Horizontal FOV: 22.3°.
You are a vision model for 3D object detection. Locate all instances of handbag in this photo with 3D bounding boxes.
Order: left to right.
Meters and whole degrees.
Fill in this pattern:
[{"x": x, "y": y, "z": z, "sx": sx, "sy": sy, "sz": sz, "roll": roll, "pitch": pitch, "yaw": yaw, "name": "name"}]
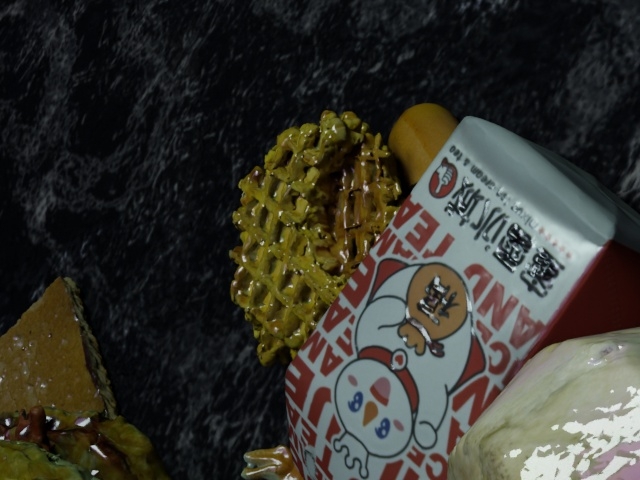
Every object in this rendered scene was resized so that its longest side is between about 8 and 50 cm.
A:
[{"x": 0.095, "y": 0.091, "z": 1.040, "sx": 0.298, "sy": 0.151, "sz": 0.171, "roll": -55, "pitch": 44, "yaw": 13, "name": "handbag"}]

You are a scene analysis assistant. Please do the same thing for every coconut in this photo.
[{"x": 0.202, "y": 0.153, "z": 0.844, "sx": 0.259, "sy": 0.259, "sz": 0.259, "roll": -21, "pitch": 58, "yaw": 38, "name": "coconut"}]

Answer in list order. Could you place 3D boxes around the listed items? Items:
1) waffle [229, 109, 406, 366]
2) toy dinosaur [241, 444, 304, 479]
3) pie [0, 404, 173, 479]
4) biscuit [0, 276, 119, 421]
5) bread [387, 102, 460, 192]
[{"x": 0.000, "y": 0.000, "z": 1.210, "sx": 0.197, "sy": 0.070, "sz": 0.193, "roll": -55, "pitch": 43, "yaw": 38, "name": "waffle"}, {"x": 0.029, "y": 0.206, "z": 1.141, "sx": 0.212, "sy": 0.057, "sz": 0.142, "roll": -6, "pitch": 50, "yaw": 25, "name": "toy dinosaur"}, {"x": -0.240, "y": 0.331, "z": 1.189, "sx": 0.418, "sy": 0.180, "sz": 0.395, "roll": -35, "pitch": 77, "yaw": 29, "name": "pie"}, {"x": -0.234, "y": 0.152, "z": 1.443, "sx": 0.131, "sy": 0.026, "sz": 0.237, "roll": -46, "pitch": 46, "yaw": 23, "name": "biscuit"}, {"x": 0.085, "y": -0.055, "z": 1.193, "sx": 0.062, "sy": 0.049, "sz": 0.103, "roll": -49, "pitch": 43, "yaw": 19, "name": "bread"}]
